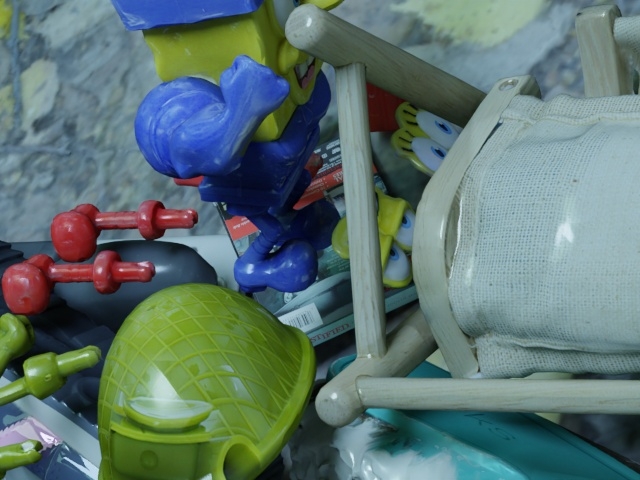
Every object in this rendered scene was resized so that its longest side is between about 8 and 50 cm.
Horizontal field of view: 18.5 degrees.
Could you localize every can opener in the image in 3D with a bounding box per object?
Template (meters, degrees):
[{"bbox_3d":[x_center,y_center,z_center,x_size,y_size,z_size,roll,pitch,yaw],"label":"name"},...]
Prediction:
[{"bbox_3d":[-0.170,0.024,1.088,0.283,0.095,0.076,-2,60,30],"label":"can opener"}]

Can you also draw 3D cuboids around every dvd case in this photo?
[{"bbox_3d":[0.000,0.000,1.015,0.087,0.013,0.119,-25,46,-1],"label":"dvd case"}]

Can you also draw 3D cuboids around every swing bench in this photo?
[{"bbox_3d":[0.164,-0.023,0.784,0.253,0.255,0.165,-1,95,38],"label":"swing bench"}]

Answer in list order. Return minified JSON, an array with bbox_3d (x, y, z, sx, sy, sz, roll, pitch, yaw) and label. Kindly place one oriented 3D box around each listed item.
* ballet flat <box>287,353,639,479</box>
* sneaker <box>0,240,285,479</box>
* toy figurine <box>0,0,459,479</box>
[{"bbox_3d":[0.138,0.158,0.760,0.409,0.147,0.147,21,76,47],"label":"ballet flat"},{"bbox_3d":[-0.167,0.087,0.977,0.319,0.112,0.131,34,118,28],"label":"sneaker"},{"bbox_3d":[-0.070,-0.067,0.869,0.191,0.217,0.362,0,30,20],"label":"toy figurine"}]
